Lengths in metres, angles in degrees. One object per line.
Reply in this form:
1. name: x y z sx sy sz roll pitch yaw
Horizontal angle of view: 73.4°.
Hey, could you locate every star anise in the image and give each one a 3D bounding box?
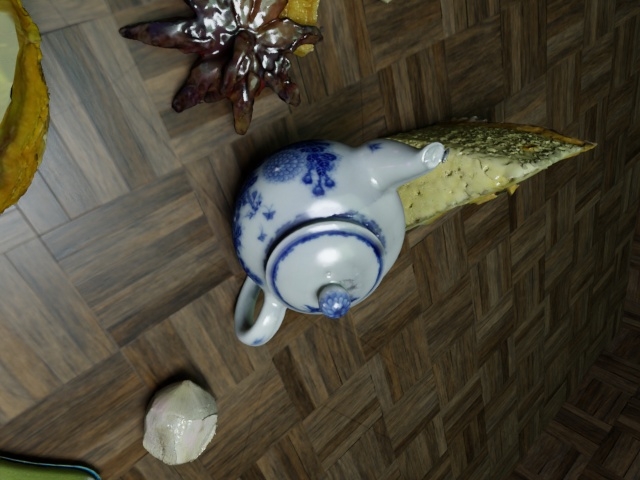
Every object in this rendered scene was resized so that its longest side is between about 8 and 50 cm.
1. star anise: -0.106 -0.259 0.540 0.271 0.102 0.272 -12 122 -19

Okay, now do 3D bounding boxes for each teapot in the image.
1. teapot: 0.000 0.000 0.610 0.252 0.280 0.424 29 119 -29

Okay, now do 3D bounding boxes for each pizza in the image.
1. pizza: -0.049 -0.356 0.612 0.134 0.046 0.175 -40 127 -19

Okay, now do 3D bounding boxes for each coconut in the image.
1. coconut: -0.213 0.273 0.662 0.110 0.110 0.125 0 110 -39

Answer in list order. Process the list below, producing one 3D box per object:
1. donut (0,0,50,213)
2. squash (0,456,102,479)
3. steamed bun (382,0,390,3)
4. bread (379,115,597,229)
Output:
1. donut: -0.390 -0.123 0.343 0.329 0.160 0.330 -22 126 -33
2. squash: -0.424 0.311 0.521 0.095 0.094 0.341 -56 133 -9
3. steamed bun: 0.117 -0.520 0.651 0.212 0.110 0.231 21 90 -41
4. bread: 0.267 -0.083 0.810 0.248 0.315 0.279 -16 125 -33
